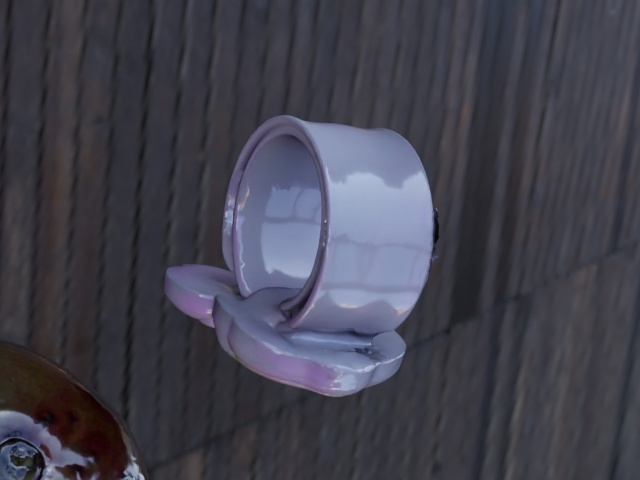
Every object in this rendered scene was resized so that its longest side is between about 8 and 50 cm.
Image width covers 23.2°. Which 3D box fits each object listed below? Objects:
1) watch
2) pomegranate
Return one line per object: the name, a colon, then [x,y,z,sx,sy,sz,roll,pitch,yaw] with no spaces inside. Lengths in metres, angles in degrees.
watch: [0.000,0.000,1.348,0.210,0.248,0.218,6,107,-28]
pomegranate: [-0.306,0.233,1.286,0.290,0.323,0.291,31,46,-39]
